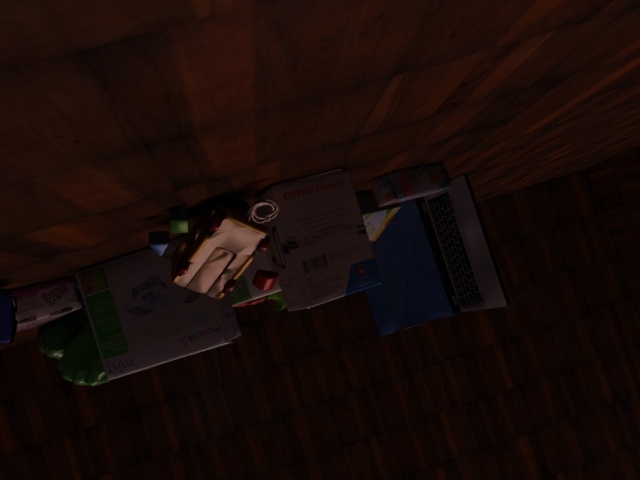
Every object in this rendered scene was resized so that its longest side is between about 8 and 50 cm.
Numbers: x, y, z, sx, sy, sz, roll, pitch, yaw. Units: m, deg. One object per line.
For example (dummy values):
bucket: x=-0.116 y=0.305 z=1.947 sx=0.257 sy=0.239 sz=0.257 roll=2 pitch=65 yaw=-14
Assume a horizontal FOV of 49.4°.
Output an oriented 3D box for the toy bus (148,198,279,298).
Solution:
toy bus: x=-0.158 y=-0.005 z=1.115 sx=0.202 sy=0.104 sz=0.191 roll=-12 pitch=132 yaw=-2

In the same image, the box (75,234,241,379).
box: x=-0.326 y=0.133 z=1.421 sx=0.262 sy=0.231 sz=0.127 roll=-17 pitch=177 yaw=6

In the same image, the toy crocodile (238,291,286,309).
toy crocodile: x=-0.237 y=0.134 z=1.815 sx=0.341 sy=0.105 sz=0.115 roll=2 pitch=172 yaw=-36

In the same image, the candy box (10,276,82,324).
candy box: x=-0.628 y=0.148 z=1.463 sx=0.159 sy=0.071 sz=0.233 roll=-14 pitch=175 yaw=-44

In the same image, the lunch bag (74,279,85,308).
lunch bag: x=-0.496 y=0.123 z=1.572 sx=0.151 sy=0.096 sz=0.129 roll=12 pitch=175 yaw=-2

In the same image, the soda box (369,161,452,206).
soda box: x=0.191 y=-0.119 z=1.460 sx=0.183 sy=0.058 sz=0.063 roll=-16 pitch=176 yaw=-41

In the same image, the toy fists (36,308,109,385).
toy fists: x=-0.546 y=0.229 z=1.575 sx=0.142 sy=0.279 sz=0.096 roll=-55 pitch=141 yaw=-7

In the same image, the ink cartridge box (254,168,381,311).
ink cartridge box: x=-0.005 y=-0.001 z=1.154 sx=0.148 sy=0.203 sz=0.086 roll=-15 pitch=178 yaw=-27

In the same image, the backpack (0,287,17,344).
backpack: x=-0.585 y=0.128 z=1.224 sx=0.101 sy=0.097 sz=0.120 roll=6 pitch=177 yaw=-20

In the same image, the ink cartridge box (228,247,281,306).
ink cartridge box: x=-0.111 y=0.037 z=1.560 sx=0.220 sy=0.160 sz=0.092 roll=-17 pitch=178 yaw=4

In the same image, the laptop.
laptop: x=0.293 y=0.057 z=2.033 sx=0.236 sy=0.381 sz=0.408 roll=-17 pitch=177 yaw=-20

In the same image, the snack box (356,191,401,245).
snack box: x=0.070 y=-0.020 z=1.650 sx=0.174 sy=0.070 sz=0.207 roll=-13 pitch=145 yaw=-48
